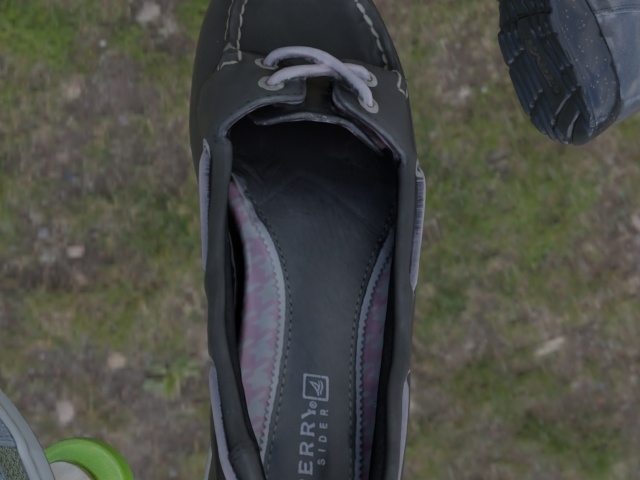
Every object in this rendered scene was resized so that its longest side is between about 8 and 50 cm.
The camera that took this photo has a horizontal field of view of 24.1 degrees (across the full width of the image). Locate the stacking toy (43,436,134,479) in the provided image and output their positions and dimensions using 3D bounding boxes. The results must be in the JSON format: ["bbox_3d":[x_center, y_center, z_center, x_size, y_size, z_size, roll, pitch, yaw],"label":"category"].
[{"bbox_3d":[-0.321,0.364,1.628,0.308,0.280,0.130,-18,165,8],"label":"stacking toy"}]

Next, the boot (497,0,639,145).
[{"bbox_3d":[0.218,-0.261,1.157,0.222,0.118,0.338,-29,111,-22],"label":"boot"}]

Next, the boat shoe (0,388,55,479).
[{"bbox_3d":[-0.172,0.155,0.648,0.118,0.320,0.103,-34,160,12],"label":"boat shoe"}]

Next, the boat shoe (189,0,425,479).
[{"bbox_3d":[0.000,0.000,0.661,0.112,0.335,0.095,5,158,-13],"label":"boat shoe"}]
